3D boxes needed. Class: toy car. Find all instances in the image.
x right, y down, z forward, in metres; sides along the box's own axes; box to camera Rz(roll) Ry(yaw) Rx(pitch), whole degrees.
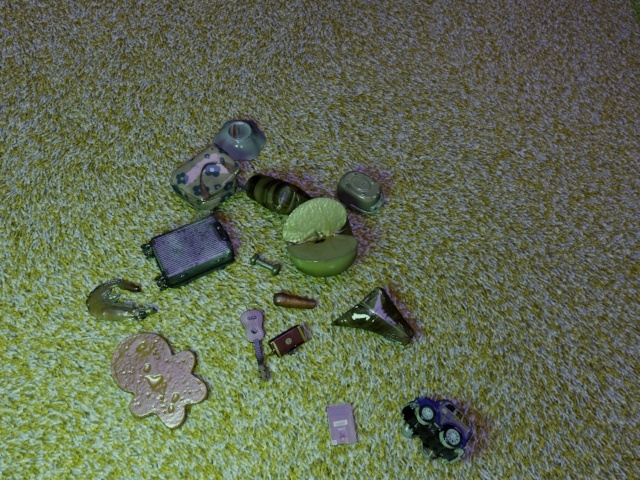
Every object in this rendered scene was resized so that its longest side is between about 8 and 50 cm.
[{"bbox_3d":[0.397,0.623,1.710,0.235,0.172,0.158,43,51,16],"label":"toy car"}]

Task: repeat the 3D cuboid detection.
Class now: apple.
[{"bbox_3d":[0.001,0.002,1.915,0.258,0.233,0.295,-19,68,2],"label":"apple"}]

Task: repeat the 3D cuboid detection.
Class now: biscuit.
[{"bbox_3d":[-0.560,0.471,1.726,0.355,0.052,0.275,35,65,11],"label":"biscuit"}]

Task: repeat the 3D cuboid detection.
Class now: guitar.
[{"bbox_3d":[-0.228,0.381,1.812,0.084,0.038,0.271,-10,64,-10],"label":"guitar"}]

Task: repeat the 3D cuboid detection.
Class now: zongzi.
[{"bbox_3d":[0.201,0.333,1.864,0.241,0.111,0.248,-37,79,-2],"label":"zongzi"},{"bbox_3d":[-0.137,-0.169,2.062,0.286,0.288,0.134,27,96,43],"label":"zongzi"}]

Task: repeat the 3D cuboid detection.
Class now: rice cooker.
[{"bbox_3d":[0.166,-0.202,2.089,0.206,0.127,0.145,31,66,18],"label":"rice cooker"}]

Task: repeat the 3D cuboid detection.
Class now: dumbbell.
[{"bbox_3d":[-0.214,0.094,1.949,0.118,0.046,0.052,26,60,7],"label":"dumbbell"}]

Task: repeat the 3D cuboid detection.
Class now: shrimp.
[{"bbox_3d":[-0.721,0.218,1.832,0.253,0.058,0.173,0,56,-5],"label":"shrimp"}]

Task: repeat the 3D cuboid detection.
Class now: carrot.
[{"bbox_3d":[-0.100,0.232,1.895,0.161,0.055,0.055,11,64,-9],"label":"carrot"}]

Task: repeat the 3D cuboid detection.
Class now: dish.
[{"bbox_3d":[-0.349,-0.455,2.177,0.229,0.081,0.229,2,65,-5],"label":"dish"}]

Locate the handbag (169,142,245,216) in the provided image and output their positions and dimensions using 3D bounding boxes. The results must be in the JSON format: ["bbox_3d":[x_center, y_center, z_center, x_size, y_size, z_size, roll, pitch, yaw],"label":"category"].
[{"bbox_3d":[-0.435,-0.229,1.992,0.193,0.190,0.251,39,68,25],"label":"handbag"}]

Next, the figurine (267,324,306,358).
[{"bbox_3d":[-0.124,0.380,1.814,0.154,0.082,0.098,-31,91,-19],"label":"figurine"}]

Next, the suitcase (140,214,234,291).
[{"bbox_3d":[-0.491,0.045,1.894,0.312,0.128,0.202,-25,70,-17],"label":"suitcase"}]

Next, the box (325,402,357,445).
[{"bbox_3d":[0.071,0.633,1.736,0.090,0.023,0.133,-6,66,-8],"label":"box"}]
